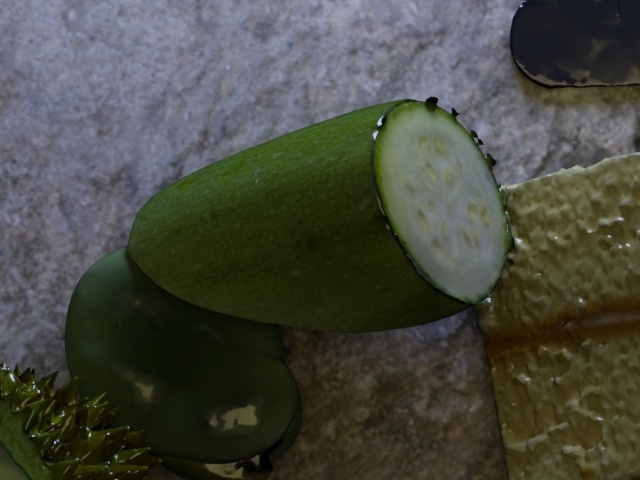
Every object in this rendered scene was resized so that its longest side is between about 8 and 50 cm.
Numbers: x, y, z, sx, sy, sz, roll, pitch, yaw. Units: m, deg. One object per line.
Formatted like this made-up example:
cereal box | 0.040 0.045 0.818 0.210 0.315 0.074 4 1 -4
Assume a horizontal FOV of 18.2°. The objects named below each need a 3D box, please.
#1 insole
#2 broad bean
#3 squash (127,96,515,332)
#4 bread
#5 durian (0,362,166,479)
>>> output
insole | 0.334 -0.163 1.689 0.348 0.009 0.119 3 80 3
broad bean | -0.111 0.105 1.632 0.169 0.100 0.228 -27 71 -7
squash | 0.000 0.000 1.617 0.260 0.189 0.189 -22 79 35
bread | 0.252 0.068 1.628 0.236 0.198 0.263 -14 78 35
durian | -0.216 0.287 1.555 0.198 0.163 0.394 5 108 1
